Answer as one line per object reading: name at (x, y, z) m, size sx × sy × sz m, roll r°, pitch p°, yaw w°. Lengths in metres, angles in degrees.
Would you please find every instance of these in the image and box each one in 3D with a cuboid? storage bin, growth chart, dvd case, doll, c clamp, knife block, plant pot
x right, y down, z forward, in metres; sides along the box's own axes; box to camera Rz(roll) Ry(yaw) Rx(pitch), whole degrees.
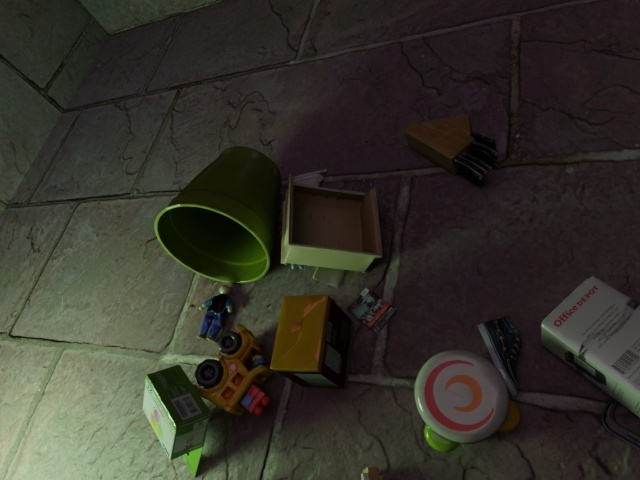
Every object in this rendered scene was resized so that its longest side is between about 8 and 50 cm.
storage bin at (0.026, -0.054, 1.363) m, size 0.262 × 0.123 × 0.260 m, roll 7°, pitch 58°, yaw -12°
growth chart at (-0.071, -0.143, 1.619) m, size 0.172 × 0.021 × 0.237 m, roll -5°, pitch 58°, yaw 25°
dvd case at (0.141, 0.193, 1.304) m, size 0.087 × 0.013 × 0.119 m, roll -48°, pitch 53°, yaw -8°
doll at (-0.336, 0.227, 1.500) m, size 0.129 × 0.046 × 0.189 m, roll 4°, pitch 63°, yaw 28°
c clamp at (0.661, 0.357, 0.937) m, size 0.160 × 0.022 × 0.137 m, roll 21°, pitch 76°, yaw 33°
knife block at (0.392, -0.258, 1.417) m, size 0.275 × 0.088 × 0.242 m, roll -6°, pitch 57°, yaw 23°
plant pot at (-0.285, -0.109, 1.527) m, size 0.366 × 0.366 × 0.353 m, roll -3°, pitch 47°, yaw 25°

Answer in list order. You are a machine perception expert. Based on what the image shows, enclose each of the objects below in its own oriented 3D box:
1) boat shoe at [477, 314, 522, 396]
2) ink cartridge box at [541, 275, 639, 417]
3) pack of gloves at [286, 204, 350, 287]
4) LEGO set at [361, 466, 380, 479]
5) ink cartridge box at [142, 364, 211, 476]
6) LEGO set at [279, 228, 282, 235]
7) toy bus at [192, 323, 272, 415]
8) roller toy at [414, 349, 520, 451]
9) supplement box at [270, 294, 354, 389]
boat shoe at (0.435, 0.259, 1.080) m, size 0.083 × 0.065 × 0.183 m, roll -24°, pitch 51°, yaw 13°
ink cartridge box at (0.617, 0.214, 0.981) m, size 0.172 × 0.100 × 0.237 m, roll -39°, pitch 48°, yaw -10°
pack of gloves at (0.000, 0.000, 1.412) m, size 0.195 × 0.046 × 0.232 m, roll 21°, pitch 66°, yaw -4°
LEGO set at (0.156, 0.609, 0.969) m, size 0.107 × 0.132 × 0.287 m, roll -14°, pitch 21°, yaw 6°
ink cartridge box at (-0.390, 0.493, 1.237) m, size 0.189 × 0.097 × 0.255 m, roll 39°, pitch 123°, yaw 38°
LEGO set at (-0.054, -0.053, 1.496) m, size 0.093 × 0.087 × 0.227 m, roll 18°, pitch 78°, yaw 29°
toy bus at (-0.210, 0.373, 1.293) m, size 0.211 × 0.149 × 0.220 m, roll 27°, pitch 72°, yaw 23°
roller toy at (0.311, 0.346, 1.036) m, size 0.209 × 0.146 × 0.191 m, roll -22°, pitch 62°, yaw 6°
supplement box at (-0.013, 0.266, 1.217) m, size 0.129 × 0.194 × 0.191 m, roll -5°, pitch 58°, yaw 24°
